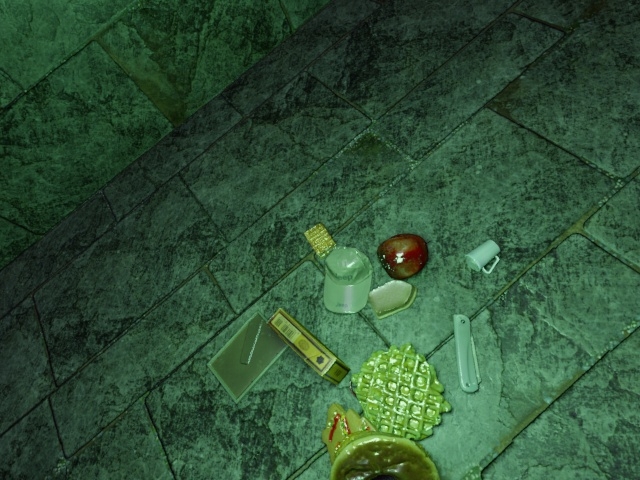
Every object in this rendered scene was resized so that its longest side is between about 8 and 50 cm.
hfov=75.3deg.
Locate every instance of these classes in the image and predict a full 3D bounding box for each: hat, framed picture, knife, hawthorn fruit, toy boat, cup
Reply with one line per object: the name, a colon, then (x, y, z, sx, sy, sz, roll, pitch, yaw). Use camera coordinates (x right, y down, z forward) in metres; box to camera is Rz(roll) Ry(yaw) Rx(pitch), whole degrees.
hat: (0.095, 0.155, 1.656, 0.214, 0.149, 0.244, -4, 52, 20)
framed picture: (-0.298, 0.468, 1.701, 0.315, 0.024, 0.232, -47, 57, -6)
knife: (0.501, 0.385, 1.429, 0.073, 0.040, 0.265, -3, 62, 7)
hawthorn fruit: (0.335, 0.043, 1.604, 0.235, 0.181, 0.181, -30, 56, -13)
toy boat: (0.280, 0.215, 1.589, 0.188, 0.061, 0.116, -26, 57, 6)
cup: (0.612, 0.067, 1.544, 0.116, 0.074, 0.104, -36, 80, -6)

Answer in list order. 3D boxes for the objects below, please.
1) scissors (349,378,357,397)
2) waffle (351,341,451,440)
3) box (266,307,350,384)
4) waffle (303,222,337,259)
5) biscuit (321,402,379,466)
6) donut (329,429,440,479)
scissors: (0.176, 0.600, 1.452, 0.144, 0.017, 0.247, -10, 61, 16)
waffle: (0.265, 0.516, 1.408, 0.297, 0.073, 0.317, -30, 67, 4)
box: (-0.043, 0.393, 1.540, 0.301, 0.193, 0.084, 36, 81, 32)
waffle: (0.001, 0.000, 1.823, 0.102, 0.042, 0.148, -34, 57, 3)
biscuit: (0.101, 0.658, 1.391, 0.239, 0.041, 0.212, -17, 65, 35)
donut: (0.191, 0.727, 1.262, 0.330, 0.160, 0.329, 0, 86, 5)
